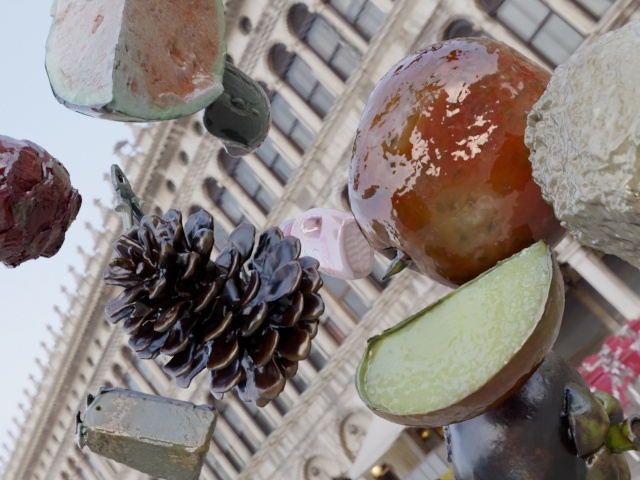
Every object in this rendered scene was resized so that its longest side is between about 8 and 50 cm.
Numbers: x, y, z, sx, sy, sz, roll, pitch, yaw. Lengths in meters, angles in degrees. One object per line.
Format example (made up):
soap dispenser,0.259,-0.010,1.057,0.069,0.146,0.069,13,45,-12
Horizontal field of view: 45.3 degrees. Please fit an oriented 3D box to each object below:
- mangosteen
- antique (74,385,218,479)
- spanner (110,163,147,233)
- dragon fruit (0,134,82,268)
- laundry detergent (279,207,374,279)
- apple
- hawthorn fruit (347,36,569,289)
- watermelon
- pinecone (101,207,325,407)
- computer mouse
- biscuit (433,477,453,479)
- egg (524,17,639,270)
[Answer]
mangosteen,0.370,0.342,1.344,0.330,0.330,0.330,-38,-17,-14
antique,-0.371,0.402,1.613,0.125,0.284,0.150,-75,2,-54
spanner,-0.509,-0.064,2.087,0.040,0.325,0.095,-35,-16,38
dragon fruit,-0.722,-0.088,1.772,0.329,0.329,0.329,-38,-17,-14
laundry detergent,0.000,0.000,1.724,0.087,0.159,0.335,-17,14,-25
apple,0.214,0.154,1.097,0.346,0.179,0.254,-35,4,16
hawthorn fruit,0.212,-0.096,1.213,0.402,0.403,0.403,-38,-17,-14
watermelon,-0.225,-0.246,0.926,0.223,0.305,0.180,4,-27,-6
pinecone,-0.134,0.067,0.953,0.246,0.246,0.292,-46,-48,12
computer mouse,-0.174,-0.271,1.587,0.379,0.090,0.167,16,-98,-73
biscuit,0.216,0.552,1.571,0.175,0.026,0.124,-17,-72,-29
egg,0.360,-0.100,0.775,0.279,0.279,0.310,-35,22,-23
